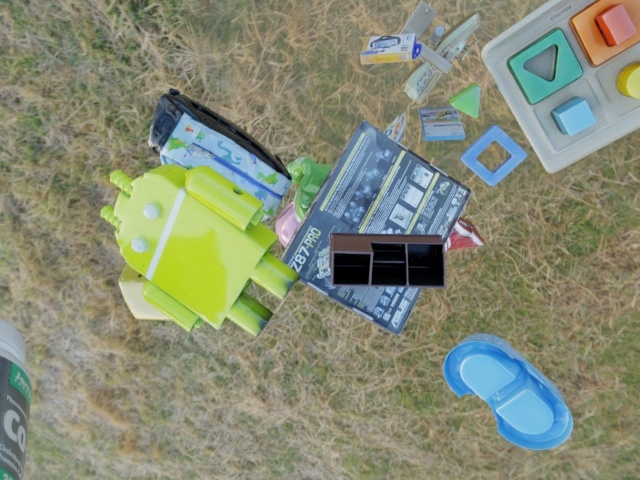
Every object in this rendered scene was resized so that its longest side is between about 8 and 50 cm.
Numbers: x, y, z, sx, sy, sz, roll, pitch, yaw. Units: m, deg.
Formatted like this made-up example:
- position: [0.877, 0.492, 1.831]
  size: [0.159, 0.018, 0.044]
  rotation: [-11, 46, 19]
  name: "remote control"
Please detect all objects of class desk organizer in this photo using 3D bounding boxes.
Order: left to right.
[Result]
- position: [0.075, 0.022, 0.505]
  size: [0.130, 0.050, 0.047]
  rotation: [1, 113, 0]
  name: "desk organizer"

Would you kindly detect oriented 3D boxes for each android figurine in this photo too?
- position: [-0.166, 0.012, 0.590]
  size: [0.273, 0.056, 0.248]
  rotation: [36, 124, 0]
  name: "android figurine"

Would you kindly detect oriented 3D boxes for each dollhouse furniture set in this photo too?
- position: [0.302, -0.543, 1.197]
  size: [0.144, 0.151, 0.123]
  rotation: [30, 111, -13]
  name: "dollhouse furniture set"

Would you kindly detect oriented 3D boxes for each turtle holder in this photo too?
- position: [0.011, -0.101, 1.364]
  size: [0.321, 0.243, 0.227]
  rotation: [25, 157, -3]
  name: "turtle holder"

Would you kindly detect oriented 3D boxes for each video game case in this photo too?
- position: [0.376, -0.366, 1.403]
  size: [0.119, 0.166, 0.015]
  rotation: [-1, 136, 5]
  name: "video game case"

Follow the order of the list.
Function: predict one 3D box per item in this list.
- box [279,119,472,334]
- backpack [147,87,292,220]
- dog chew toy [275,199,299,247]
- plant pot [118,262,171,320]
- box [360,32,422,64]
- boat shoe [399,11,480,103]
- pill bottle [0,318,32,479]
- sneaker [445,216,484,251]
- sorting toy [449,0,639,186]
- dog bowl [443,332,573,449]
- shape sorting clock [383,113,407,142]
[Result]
- position: [0.128, -0.027, 1.051]
  size: [0.318, 0.097, 0.394]
  rotation: [30, 82, -11]
  name: "box"
- position: [-0.248, -0.193, 1.146]
  size: [0.356, 0.290, 0.273]
  rotation: [17, 96, -17]
  name: "backpack"
- position: [0.000, 0.000, 1.613]
  size: [0.332, 0.206, 0.207]
  rotation: [42, 121, -13]
  name: "dog chew toy"
- position: [-0.531, 0.127, 1.484]
  size: [0.213, 0.212, 0.187]
  rotation: [0, 144, 14]
  name: "plant pot"
- position: [0.167, -0.451, 1.058]
  size: [0.136, 0.081, 0.028]
  rotation: [2, 143, 20]
  name: "box"
- position: [0.362, -0.534, 1.324]
  size: [0.089, 0.104, 0.285]
  rotation: [41, 120, -10]
  name: "boat shoe"
- position: [-0.528, 0.274, 0.629]
  size: [0.204, 0.361, 0.204]
  rotation: [-14, 125, -21]
  name: "pill bottle"
- position: [0.401, -0.003, 1.354]
  size: [0.128, 0.087, 0.221]
  rotation: [-37, 146, 23]
  name: "sneaker"
- position: [0.316, -0.194, 0.523]
  size: [0.348, 0.047, 0.196]
  rotation: [-31, 108, 23]
  name: "sorting toy"
- position: [0.422, 0.333, 1.022]
  size: [0.297, 0.074, 0.166]
  rotation: [42, 121, 8]
  name: "dog bowl"
- position: [0.209, -0.316, 1.449]
  size: [0.040, 0.206, 0.206]
  rotation: [32, 123, -16]
  name: "shape sorting clock"
